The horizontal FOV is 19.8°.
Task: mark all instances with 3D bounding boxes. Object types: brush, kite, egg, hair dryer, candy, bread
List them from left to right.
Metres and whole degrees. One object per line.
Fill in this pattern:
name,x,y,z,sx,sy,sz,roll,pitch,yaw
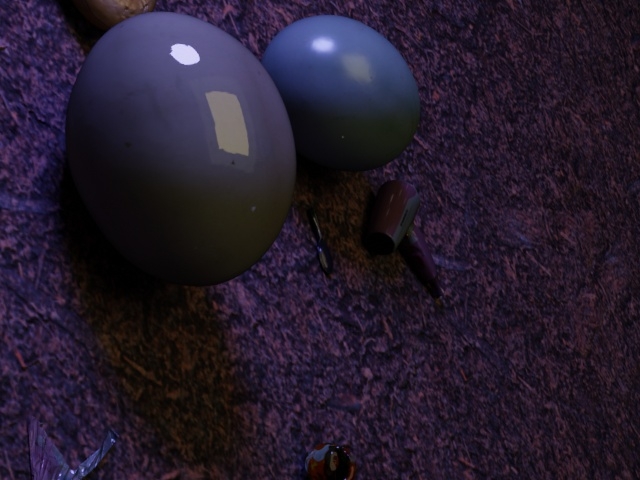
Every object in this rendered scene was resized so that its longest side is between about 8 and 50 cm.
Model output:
kite,-0.216,0.209,1.615,0.139,0.011,0.156,60,30,-12
bread,-0.234,-0.302,1.919,0.114,0.077,0.189,-13,79,-39
egg,-0.134,-0.088,1.765,0.219,0.219,0.269,-3,81,-58
brush,0.000,0.000,2.115,0.024,0.008,0.083,7,62,-52
candy,0.007,0.294,1.877,0.055,0.049,0.184,12,60,-16
egg,0.024,-0.168,2.125,0.231,0.168,0.168,36,39,-49
hair dryer,0.114,0.010,2.254,0.154,0.054,0.106,52,36,-28
